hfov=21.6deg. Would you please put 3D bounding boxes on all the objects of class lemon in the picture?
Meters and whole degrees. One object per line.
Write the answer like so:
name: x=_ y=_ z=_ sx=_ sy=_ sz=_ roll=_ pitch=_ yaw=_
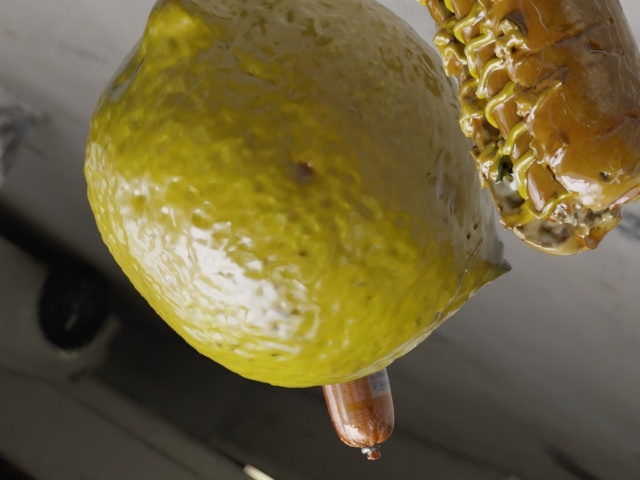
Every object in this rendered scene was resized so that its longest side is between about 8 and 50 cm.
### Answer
lemon: x=-0.020 y=-0.042 z=0.983 sx=0.253 sy=0.228 sz=0.228 roll=55 pitch=165 yaw=-14

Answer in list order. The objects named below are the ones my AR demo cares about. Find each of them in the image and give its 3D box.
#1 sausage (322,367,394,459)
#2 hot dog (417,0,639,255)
sausage: x=0.000 y=0.000 z=1.298 sx=0.053 sy=0.053 sz=0.348 roll=162 pitch=94 yaw=-79
hot dog: x=0.056 y=-0.078 z=0.506 sx=0.071 sy=0.045 sz=0.165 roll=117 pitch=136 yaw=-65
